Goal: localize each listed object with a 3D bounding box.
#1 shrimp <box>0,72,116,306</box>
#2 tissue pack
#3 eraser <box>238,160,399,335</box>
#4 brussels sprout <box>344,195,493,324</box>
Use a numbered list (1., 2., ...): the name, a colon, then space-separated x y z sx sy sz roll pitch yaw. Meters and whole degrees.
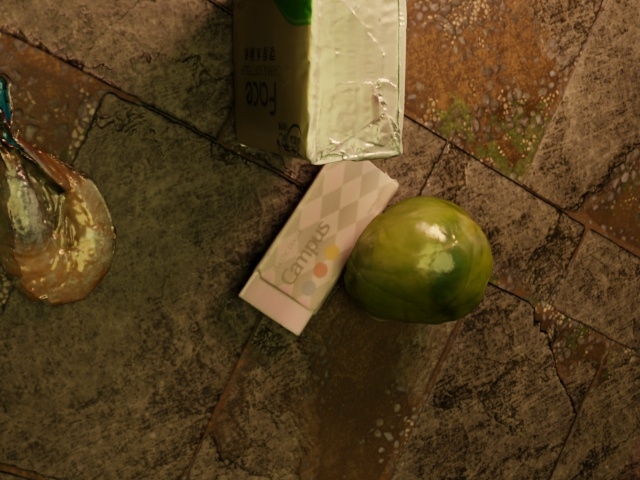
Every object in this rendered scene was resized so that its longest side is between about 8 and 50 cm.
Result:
1. shrimp: -0.511 -0.086 1.545 0.221 0.110 0.445 -27 114 -25
2. tissue pack: -0.017 -0.322 1.568 0.205 0.405 0.331 -5 102 -22
3. eraser: 0.000 -0.001 1.818 0.213 0.082 0.396 36 84 -27
4. brussels sprout: 0.210 0.045 1.817 0.344 0.344 0.268 9 71 -27
